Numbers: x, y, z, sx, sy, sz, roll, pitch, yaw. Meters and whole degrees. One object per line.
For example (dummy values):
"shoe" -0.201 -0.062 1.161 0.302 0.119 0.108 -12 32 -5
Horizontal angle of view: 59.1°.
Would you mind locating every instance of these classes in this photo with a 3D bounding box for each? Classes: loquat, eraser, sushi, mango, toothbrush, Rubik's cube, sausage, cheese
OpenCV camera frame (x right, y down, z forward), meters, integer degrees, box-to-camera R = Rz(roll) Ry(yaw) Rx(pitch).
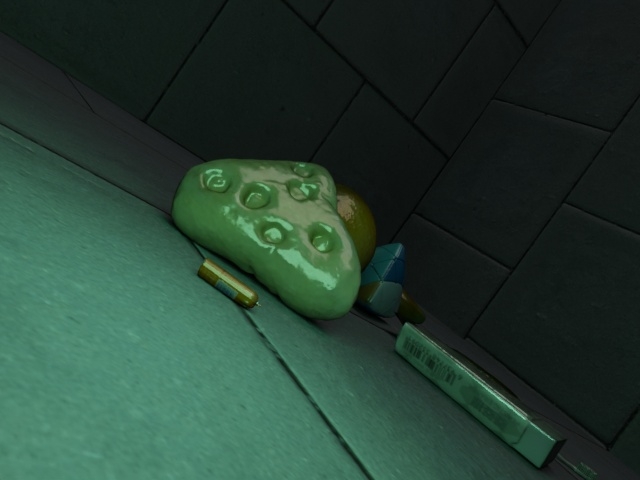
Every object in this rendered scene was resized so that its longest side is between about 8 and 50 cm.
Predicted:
"loquat" 0.000 0.000 1.343 0.275 0.275 0.275 35 3 -2
"eraser" 0.357 0.346 1.288 0.397 0.082 0.213 37 5 34
"sushi" 0.293 0.297 1.617 0.192 0.040 0.210 31 -12 29
"mango" 0.332 0.258 2.222 0.194 0.092 0.130 39 2 -1
"toothbrush" 0.571 0.514 1.455 0.307 0.030 0.025 35 10 14
"Rubik's cube" 0.124 0.126 1.683 0.254 0.254 0.254 35 3 -2
"sausage" -0.133 0.068 0.840 0.107 0.031 0.031 36 3 0
"cheese" -0.107 -0.009 1.057 0.328 0.130 0.351 3 54 -24

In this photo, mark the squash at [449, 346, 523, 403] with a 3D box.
"squash" 0.417 0.378 1.417 0.331 0.087 0.087 37 4 34
